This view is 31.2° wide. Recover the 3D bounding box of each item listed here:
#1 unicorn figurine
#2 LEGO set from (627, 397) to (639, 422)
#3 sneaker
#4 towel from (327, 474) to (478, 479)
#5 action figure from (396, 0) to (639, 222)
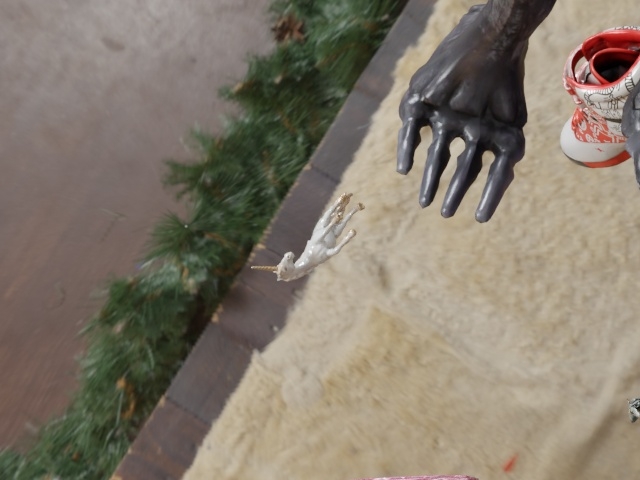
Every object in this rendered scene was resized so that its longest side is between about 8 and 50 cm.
[{"bbox_3d":[0.000,0.000,1.480,0.060,0.162,0.111,48,120,5],"label":"unicorn figurine"},{"bbox_3d":[0.338,0.165,1.188,0.054,0.083,0.023,-40,72,14],"label":"LEGO set"},{"bbox_3d":[0.292,-0.148,1.164,0.145,0.270,0.090,29,81,-19],"label":"sneaker"},{"bbox_3d":[0.100,0.480,1.523,0.237,0.037,0.329,-9,68,28],"label":"towel"},{"bbox_3d":[0.103,-0.109,0.242,0.164,0.276,0.141,4,52,-6],"label":"action figure"}]
